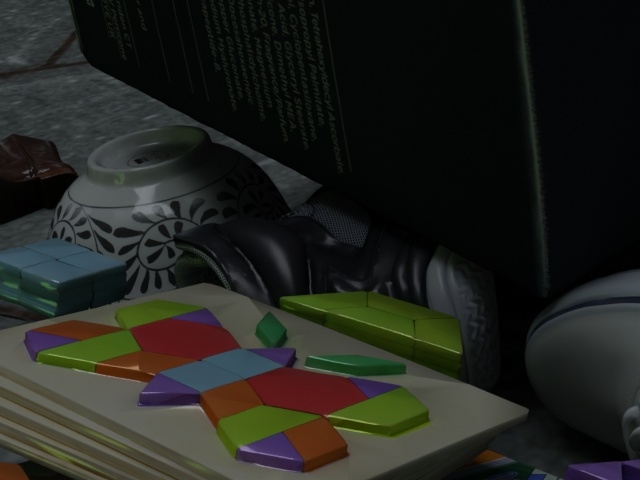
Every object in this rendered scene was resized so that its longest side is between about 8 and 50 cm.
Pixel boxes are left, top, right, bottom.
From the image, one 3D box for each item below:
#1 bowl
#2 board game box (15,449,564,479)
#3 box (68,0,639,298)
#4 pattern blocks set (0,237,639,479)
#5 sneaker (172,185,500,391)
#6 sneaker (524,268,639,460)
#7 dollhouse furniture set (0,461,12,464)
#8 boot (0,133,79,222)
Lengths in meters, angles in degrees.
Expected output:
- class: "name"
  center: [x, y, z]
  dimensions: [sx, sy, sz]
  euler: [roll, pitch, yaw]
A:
- class: "bowl"
  center: [-0.095, -0.019, 0.938]
  dimensions: [0.170, 0.080, 0.170]
  euler: [-9, 23, 4]
- class: "board game box"
  center: [-0.037, 0.123, 0.489]
  dimensions: [0.213, 0.046, 0.317]
  euler: [17, 19, 42]
- class: "box"
  center: [0.073, -0.186, 0.801]
  dimensions: [0.293, 0.212, 0.395]
  euler: [-28, 36, -27]
- class: "pattern blocks set"
  center: [-0.033, 0.058, 0.563]
  dimensions: [0.324, 0.026, 0.285]
  euler: [13, 17, 22]
- class: "sneaker"
  center: [0.000, 0.000, 0.814]
  dimensions: [0.153, 0.101, 0.268]
  euler: [-9, 25, -1]
- class: "sneaker"
  center: [0.157, 0.076, 0.577]
  dimensions: [0.091, 0.094, 0.258]
  euler: [-33, 26, -27]
- class: "dollhouse furniture set"
  center: [-0.163, 0.101, 0.572]
  dimensions: [0.101, 0.161, 0.182]
  euler: [5, 28, 34]
- class: "boot"
  center: [-0.233, -0.049, 1.126]
  dimensions: [0.106, 0.037, 0.114]
  euler: [-5, 22, -22]
